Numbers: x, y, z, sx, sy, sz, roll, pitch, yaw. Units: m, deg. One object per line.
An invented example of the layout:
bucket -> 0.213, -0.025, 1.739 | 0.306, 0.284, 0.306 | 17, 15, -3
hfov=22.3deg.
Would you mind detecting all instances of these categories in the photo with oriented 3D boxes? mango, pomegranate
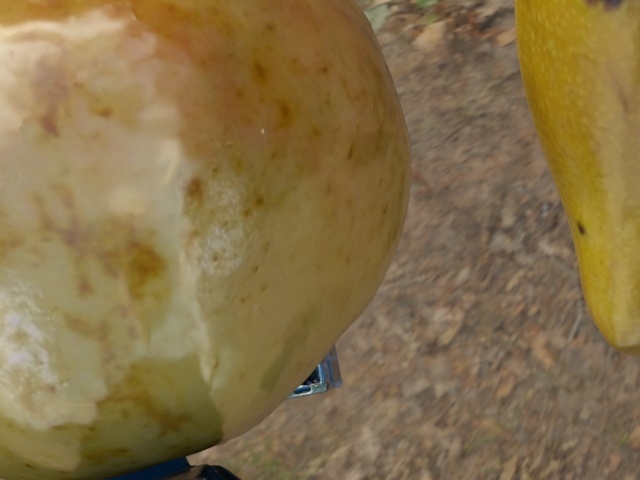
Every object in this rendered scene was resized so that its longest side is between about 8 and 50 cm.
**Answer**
mango -> 0.149, -0.100, 0.685 | 0.120, 0.177, 0.295 | 20, 120, 24
pomegranate -> -0.107, -0.022, 0.862 | 0.342, 0.342, 0.342 | 4, 103, 17

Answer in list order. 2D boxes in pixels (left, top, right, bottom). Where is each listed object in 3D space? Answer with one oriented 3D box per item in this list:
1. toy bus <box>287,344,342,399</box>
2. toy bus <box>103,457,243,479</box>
toy bus -> -0.045, 0.032, 1.230 | 0.090, 0.106, 0.185 | -12, 83, 11
toy bus -> -0.058, 0.188, 0.804 | 0.113, 0.246, 0.134 | -21, 95, -12
